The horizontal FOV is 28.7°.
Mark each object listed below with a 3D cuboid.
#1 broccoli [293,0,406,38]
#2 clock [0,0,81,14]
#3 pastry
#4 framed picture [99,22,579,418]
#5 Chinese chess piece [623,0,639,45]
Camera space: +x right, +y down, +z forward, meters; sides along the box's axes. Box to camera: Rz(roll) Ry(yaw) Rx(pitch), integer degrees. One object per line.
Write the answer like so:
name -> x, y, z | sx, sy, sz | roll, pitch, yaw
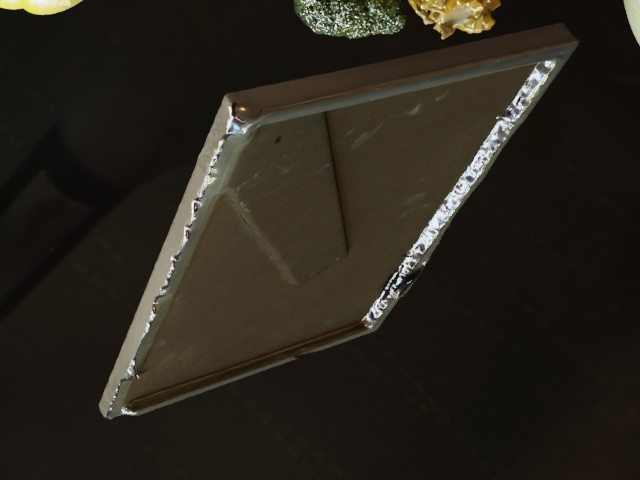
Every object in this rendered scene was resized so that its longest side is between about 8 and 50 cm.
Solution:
broccoli -> 0.028, -0.281, 1.325 | 0.146, 0.162, 0.138 | 38, 96, -23
clock -> -0.120, -0.290, 0.444 | 0.368, 0.376, 0.250 | -5, 65, 14
pastry -> 0.188, -0.407, 1.780 | 0.154, 0.102, 0.250 | 7, 95, 17
framed picture -> 0.000, 0.000, 0.673 | 0.019, 0.209, 0.281 | 58, 143, 23
Chinese chess piece -> 0.542, -0.343, 1.545 | 0.349, 0.146, 0.349 | -14, 130, -16
